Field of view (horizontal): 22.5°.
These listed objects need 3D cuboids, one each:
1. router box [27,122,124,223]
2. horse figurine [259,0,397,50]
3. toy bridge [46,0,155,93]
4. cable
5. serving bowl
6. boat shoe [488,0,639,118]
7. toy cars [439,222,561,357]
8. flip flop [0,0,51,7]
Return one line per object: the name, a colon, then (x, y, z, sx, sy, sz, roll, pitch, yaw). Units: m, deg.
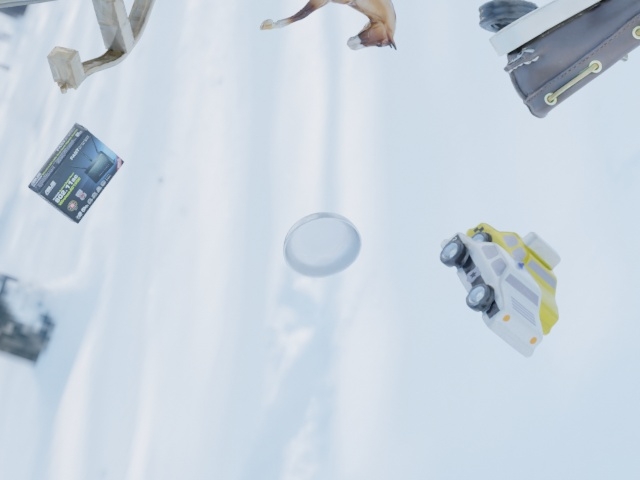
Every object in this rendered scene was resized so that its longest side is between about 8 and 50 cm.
router box: (-0.363, -0.100, 2.395, 0.038, 0.092, 0.122, 27, 79, 46)
horse figurine: (-0.006, -0.332, 1.761, 0.066, 0.174, 0.263, 165, 95, -67)
toy bridge: (-0.181, -0.191, 1.414, 0.063, 0.026, 0.188, 81, -150, -46)
cable: (0.285, -0.268, 1.977, 0.139, 0.287, 0.072, -2, 81, 52)
serving bowl: (0.000, 0.000, 1.679, 0.083, 0.083, 0.027, -59, 30, 32)
boat shoe: (0.324, -0.226, 1.518, 0.324, 0.096, 0.116, -27, 5, 8)
toy cars: (0.246, 0.041, 2.044, 0.087, 0.176, 0.394, -44, -6, 13)
flip flop: (-0.328, -0.307, 1.688, 0.080, 0.277, 0.112, 108, 141, -64)
